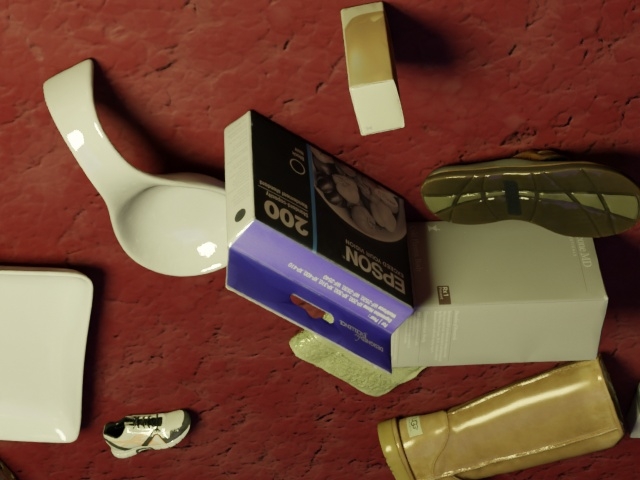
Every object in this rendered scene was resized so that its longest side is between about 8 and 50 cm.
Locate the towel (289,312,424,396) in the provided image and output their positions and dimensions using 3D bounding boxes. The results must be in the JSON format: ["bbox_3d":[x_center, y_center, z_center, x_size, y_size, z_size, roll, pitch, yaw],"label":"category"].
[{"bbox_3d":[0.051,0.120,1.869,0.148,0.027,0.110,31,124,-31],"label":"towel"}]

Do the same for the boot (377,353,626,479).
[{"bbox_3d":[0.227,0.256,1.983,0.269,0.089,0.236,-18,135,11],"label":"boot"}]

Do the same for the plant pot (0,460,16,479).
[{"bbox_3d":[-0.406,0.299,1.960,0.096,0.109,0.109,-27,133,4],"label":"plant pot"}]

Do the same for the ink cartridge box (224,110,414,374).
[{"bbox_3d":[0.000,0.000,1.612,0.206,0.208,0.045,29,129,-30],"label":"ink cartridge box"}]

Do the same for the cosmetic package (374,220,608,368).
[{"bbox_3d":[0.166,0.053,1.741,0.238,0.127,0.107,-5,135,-3],"label":"cosmetic package"}]

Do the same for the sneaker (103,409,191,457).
[{"bbox_3d":[-0.198,0.216,1.934,0.109,0.040,0.044,-21,132,15],"label":"sneaker"}]

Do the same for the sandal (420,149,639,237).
[{"bbox_3d":[0.212,-0.053,1.692,0.219,0.060,0.090,1,131,15],"label":"sandal"}]

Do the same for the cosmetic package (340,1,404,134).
[{"bbox_3d":[0.047,-0.155,1.524,0.041,0.115,0.060,-11,136,6],"label":"cosmetic package"}]

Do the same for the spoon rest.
[{"bbox_3d":[-0.166,-0.051,1.634,0.137,0.084,0.276,-25,132,19],"label":"spoon rest"}]

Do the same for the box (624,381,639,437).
[{"bbox_3d":[0.442,0.157,1.937,0.145,0.038,0.186,3,134,-9],"label":"box"}]

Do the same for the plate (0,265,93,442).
[{"bbox_3d":[-0.387,0.110,1.805,0.277,0.045,0.278,4,135,-9],"label":"plate"}]
